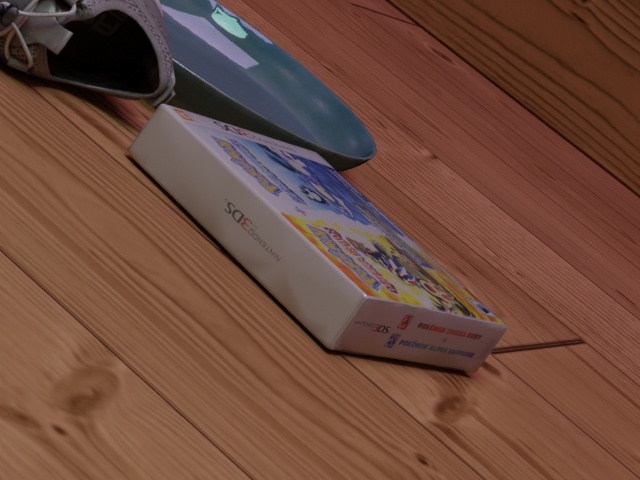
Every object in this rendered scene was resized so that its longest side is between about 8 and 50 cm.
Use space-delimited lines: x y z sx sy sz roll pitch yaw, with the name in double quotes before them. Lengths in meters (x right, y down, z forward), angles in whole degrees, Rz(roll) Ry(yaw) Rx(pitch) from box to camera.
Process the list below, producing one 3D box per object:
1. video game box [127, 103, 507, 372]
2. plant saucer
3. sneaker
"video game box" 0.000 0.000 1.265 0.205 0.048 0.187 43 17 29
"plant saucer" -0.097 -0.143 1.528 0.318 0.043 0.317 33 13 -9
"sneaker" -0.191 -0.165 1.236 0.281 0.105 0.115 18 27 -44
